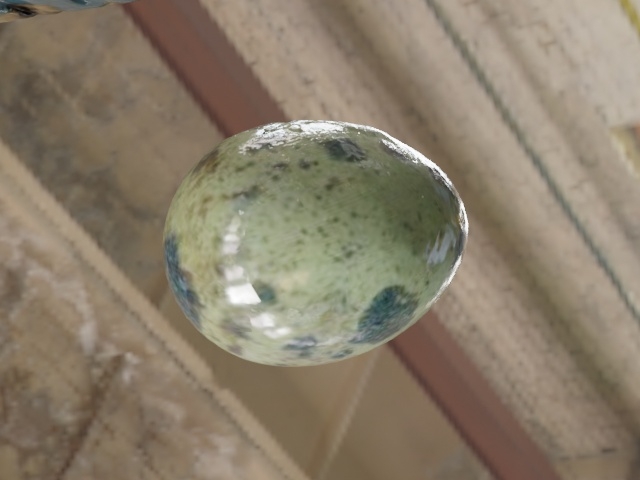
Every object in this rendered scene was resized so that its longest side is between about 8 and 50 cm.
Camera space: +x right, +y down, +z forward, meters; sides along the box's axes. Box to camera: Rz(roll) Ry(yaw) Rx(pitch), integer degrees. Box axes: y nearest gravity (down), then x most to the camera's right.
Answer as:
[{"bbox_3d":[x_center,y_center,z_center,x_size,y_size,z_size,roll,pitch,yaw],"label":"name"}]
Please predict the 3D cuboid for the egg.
[{"bbox_3d":[0.000,0.000,0.937,0.182,0.141,0.141,-7,-94,-21],"label":"egg"}]

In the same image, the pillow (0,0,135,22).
[{"bbox_3d":[-0.032,-0.120,0.514,0.189,0.255,0.034,76,-170,-75],"label":"pillow"}]
